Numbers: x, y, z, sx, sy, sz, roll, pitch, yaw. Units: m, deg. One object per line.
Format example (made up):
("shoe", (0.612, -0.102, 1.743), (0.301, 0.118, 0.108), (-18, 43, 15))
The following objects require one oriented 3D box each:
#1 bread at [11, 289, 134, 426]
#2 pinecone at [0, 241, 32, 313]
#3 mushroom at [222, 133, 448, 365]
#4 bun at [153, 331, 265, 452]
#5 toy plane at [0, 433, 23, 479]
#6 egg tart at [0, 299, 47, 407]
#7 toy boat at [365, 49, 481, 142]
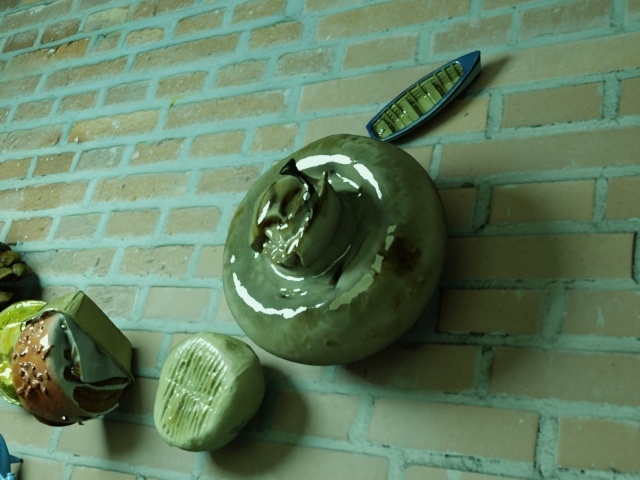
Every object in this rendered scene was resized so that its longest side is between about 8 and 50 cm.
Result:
("bread", (-0.433, 0.215, 1.374), (0.142, 0.224, 0.212), (-18, 34, 24))
("pinecone", (-0.806, 0.132, 1.614), (0.384, 0.384, 0.384), (-16, 57, 26))
("mushroom", (0.000, 0.000, 1.166), (0.362, 0.294, 0.362), (-15, 60, 26))
("bun", (-0.169, 0.245, 1.255), (0.178, 0.128, 0.193), (25, 91, 40))
("toy plane", (-0.583, 0.477, 1.405), (0.254, 0.105, 0.271), (-17, 56, 24))
("egg tart", (-0.557, 0.215, 1.502), (0.213, 0.090, 0.212), (-1, 83, 10))
("toy boat", (0.182, -0.239, 1.345), (0.229, 0.046, 0.080), (-36, 50, 10))
